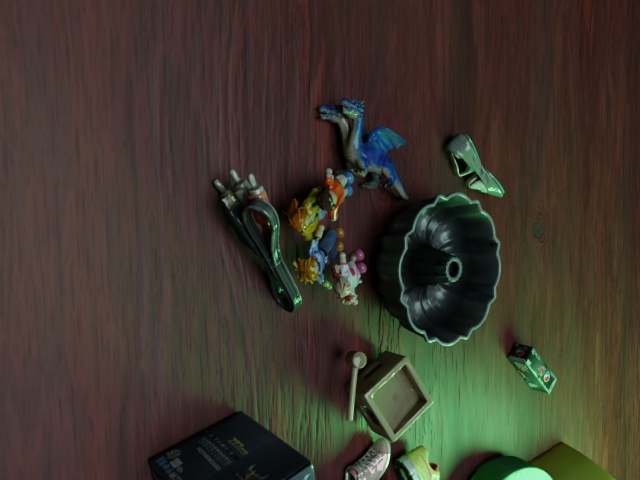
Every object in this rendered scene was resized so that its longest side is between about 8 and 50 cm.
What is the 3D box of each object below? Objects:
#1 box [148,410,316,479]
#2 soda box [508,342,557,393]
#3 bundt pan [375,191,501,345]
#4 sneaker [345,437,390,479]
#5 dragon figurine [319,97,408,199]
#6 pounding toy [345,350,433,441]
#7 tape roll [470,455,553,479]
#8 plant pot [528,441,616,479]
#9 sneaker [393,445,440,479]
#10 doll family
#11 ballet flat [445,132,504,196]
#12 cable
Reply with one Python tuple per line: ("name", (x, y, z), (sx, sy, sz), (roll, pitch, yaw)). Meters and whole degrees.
("box", (-0.145, 0.374, 0.855), (0.183, 0.232, 0.059), (-19, 107, -33))
("soda box", (0.592, 0.358, 1.495), (0.169, 0.060, 0.053), (48, 65, -28))
("bundt pan", (0.250, 0.059, 1.188), (0.330, 0.124, 0.331), (-2, 94, -36))
("sneaker", (0.099, 0.485, 1.152), (0.070, 0.051, 0.134), (37, 76, -37))
("dragon figurine", (0.115, -0.182, 1.096), (0.289, 0.085, 0.144), (21, 81, -34))
("pounding toy", (0.104, 0.310, 1.125), (0.181, 0.094, 0.206), (-36, 104, -23))
("tape roll", (0.495, 0.742, 1.418), (0.321, 0.077, 0.322), (-3, 96, -29))
("plant pot", (0.732, 0.746, 1.547), (0.212, 0.187, 0.212), (-9, 98, -35))
("sneaker", (0.251, 0.571, 1.251), (0.094, 0.081, 0.209), (-35, 112, -31))
("doll family", (0.000, 0.000, 0.998), (0.163, 0.118, 0.263), (-46, 127, -62))
("ballet flat", (0.370, -0.168, 1.305), (0.068, 0.072, 0.213), (-41, 118, 4))
("cable", (-0.081, 0.007, 0.938), (0.072, 0.139, 0.287), (-49, 122, -31))
